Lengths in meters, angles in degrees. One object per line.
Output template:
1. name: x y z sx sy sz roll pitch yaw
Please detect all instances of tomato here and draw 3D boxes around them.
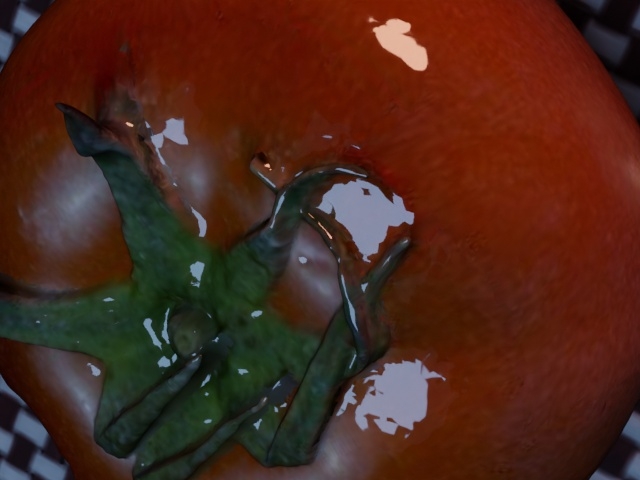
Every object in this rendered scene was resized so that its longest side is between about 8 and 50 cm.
1. tomato: 0.000 0.000 0.670 0.255 0.224 0.256 10 114 24
